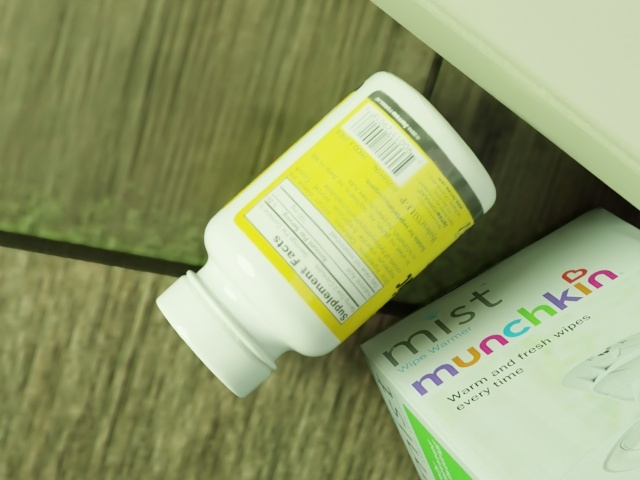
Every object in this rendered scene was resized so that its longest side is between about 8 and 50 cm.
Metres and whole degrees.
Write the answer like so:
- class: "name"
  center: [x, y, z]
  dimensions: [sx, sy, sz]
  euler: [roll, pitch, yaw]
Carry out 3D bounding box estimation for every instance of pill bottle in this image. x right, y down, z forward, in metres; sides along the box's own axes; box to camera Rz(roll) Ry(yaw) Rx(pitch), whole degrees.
- class: "pill bottle"
  center: [0.000, 0.000, 0.484]
  dimensions: [0.116, 0.065, 0.065]
  euler: [-41, 118, -2]

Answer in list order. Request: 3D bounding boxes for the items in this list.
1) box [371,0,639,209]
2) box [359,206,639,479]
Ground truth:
- class: "box"
  center: [0.113, -0.075, 0.441]
  dimensions: [0.275, 0.094, 0.113]
  euler: [35, 95, -10]
- class: "box"
  center: [0.151, 0.150, 0.504]
  dimensions: [0.127, 0.231, 0.262]
  euler: [-30, 117, -9]
